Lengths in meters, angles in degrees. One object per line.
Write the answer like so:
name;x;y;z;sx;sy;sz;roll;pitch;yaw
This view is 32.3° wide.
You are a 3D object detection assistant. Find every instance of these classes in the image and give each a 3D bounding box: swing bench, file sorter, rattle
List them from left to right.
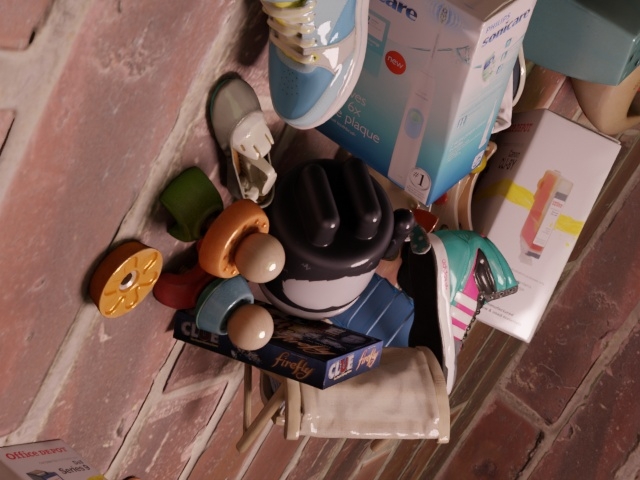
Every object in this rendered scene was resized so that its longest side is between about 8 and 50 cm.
swing bench;0.028;0.234;1.688;0.253;0.165;0.254;6;164;-21
file sorter;0.088;0.117;1.907;0.118;0.170;0.104;-51;155;-5
rattle;0.119;-0.060;1.642;0.142;0.199;0.130;-6;107;-56

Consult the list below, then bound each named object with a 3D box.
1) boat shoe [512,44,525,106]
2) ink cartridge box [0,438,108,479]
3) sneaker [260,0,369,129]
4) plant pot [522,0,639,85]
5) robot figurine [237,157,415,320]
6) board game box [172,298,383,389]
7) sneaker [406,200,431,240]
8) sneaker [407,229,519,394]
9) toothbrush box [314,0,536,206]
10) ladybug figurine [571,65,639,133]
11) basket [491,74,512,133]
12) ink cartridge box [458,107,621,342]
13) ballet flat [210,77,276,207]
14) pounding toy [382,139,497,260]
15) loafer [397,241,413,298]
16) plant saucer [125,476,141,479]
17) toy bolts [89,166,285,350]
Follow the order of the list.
boat shoe;0.271;-0.307;1.715;0.079;0.095;0.254;-21;140;-15
ink cartridge box;-0.316;0.347;1.368;0.093;0.212;0.154;-60;157;7
sneaker;-0.039;-0.249;1.150;0.208;0.127;0.319;-29;138;-50
plant pot;0.409;-0.361;1.740;0.165;0.234;0.165;-40;155;-28
robot figurine;0.002;0.002;1.506;0.278;0.209;0.174;114;2;-60
board game box;-0.058;0.136;1.533;0.165;0.243;0.042;-10;113;-61
sneaker;0.146;-0.149;1.756;0.290;0.106;0.123;-68;-159;4
sneaker;0.239;0.109;1.821;0.178;0.124;0.296;-15;118;-25
toothbrush box;0.117;-0.226;1.372;0.126;0.216;0.295;-37;154;-36
ladybug figurine;0.644;-0.375;2.298;0.449;0.162;0.305;-9;133;-60
basket;0.218;-0.244;1.617;0.113;0.103;0.167;-26;117;-62
ink cartridge box;0.362;-0.038;2.028;0.279;0.160;0.385;-130;-114;-84
ballet flat;-0.083;-0.113;1.337;0.072;0.068;0.213;-43;156;-21
pounding toy;0.191;-0.058;1.866;0.155;0.154;0.269;-8;131;-61
loafer;0.193;0.052;2.171;0.061;0.062;0.170;-46;159;-30
plant saucer;-0.313;0.404;1.730;0.083;0.013;0.083;-44;157;-25
toy bolts;-0.144;0.064;1.357;0.218;0.158;0.228;-46;157;-19
